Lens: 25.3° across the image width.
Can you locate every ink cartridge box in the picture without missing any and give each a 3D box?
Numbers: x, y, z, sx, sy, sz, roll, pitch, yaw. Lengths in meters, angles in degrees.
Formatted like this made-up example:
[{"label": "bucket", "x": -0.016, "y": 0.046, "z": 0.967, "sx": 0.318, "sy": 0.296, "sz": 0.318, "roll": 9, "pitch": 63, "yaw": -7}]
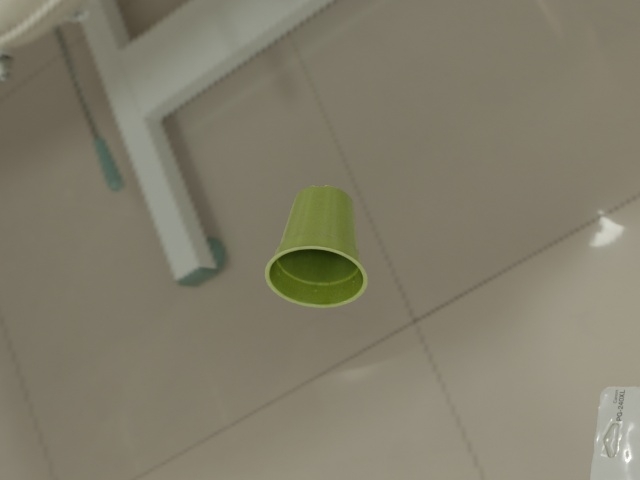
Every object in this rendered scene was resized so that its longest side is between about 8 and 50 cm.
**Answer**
[{"label": "ink cartridge box", "x": 0.288, "y": 0.205, "z": 1.219, "sx": 0.063, "sy": 0.150, "sz": 0.109, "roll": -6, "pitch": 54, "yaw": 29}]

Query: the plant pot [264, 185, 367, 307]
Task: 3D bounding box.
[{"label": "plant pot", "x": 0.000, "y": 0.000, "z": 1.170, "sx": 0.083, "sy": 0.083, "sz": 0.079, "roll": -19, "pitch": 45, "yaw": 28}]
